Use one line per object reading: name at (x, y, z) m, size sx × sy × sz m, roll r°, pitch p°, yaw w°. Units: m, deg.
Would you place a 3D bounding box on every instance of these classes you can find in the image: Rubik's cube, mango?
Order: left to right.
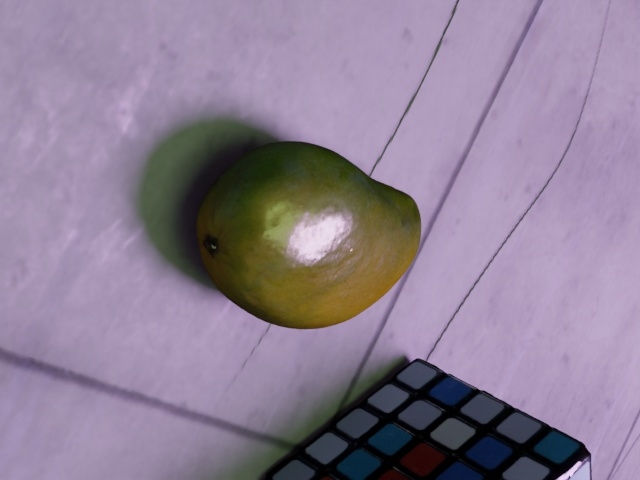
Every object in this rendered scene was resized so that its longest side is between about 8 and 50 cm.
mango at (-0.003, 0.003, 0.697) m, size 0.191 × 0.085 × 0.122 m, roll 24°, pitch 86°, yaw -45°
Rubik's cube at (0.089, 0.238, 0.813) m, size 0.187 × 0.182 × 0.184 m, roll -33°, pitch 128°, yaw -29°
